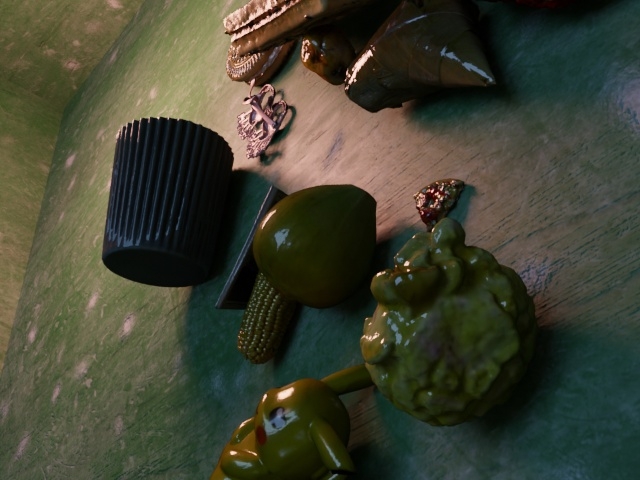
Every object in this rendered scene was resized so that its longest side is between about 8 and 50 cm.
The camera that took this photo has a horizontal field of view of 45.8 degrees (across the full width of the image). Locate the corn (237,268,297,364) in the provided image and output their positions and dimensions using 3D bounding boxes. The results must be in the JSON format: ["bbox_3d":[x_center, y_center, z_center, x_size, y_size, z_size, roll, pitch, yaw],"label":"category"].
[{"bbox_3d":[-0.084,0.097,1.460,0.106,0.106,0.293,3,73,56],"label":"corn"}]

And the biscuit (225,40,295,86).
[{"bbox_3d":[-0.157,-0.524,2.014,0.259,0.079,0.259,-34,43,39],"label":"biscuit"}]

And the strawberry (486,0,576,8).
[{"bbox_3d":[0.312,-0.507,1.146,0.343,0.292,0.292,26,90,52],"label":"strawberry"}]

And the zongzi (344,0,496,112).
[{"bbox_3d":[0.167,-0.278,1.317,0.274,0.145,0.300,-43,39,33],"label":"zongzi"}]

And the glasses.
[{"bbox_3d":[-0.168,-0.299,1.863,0.162,0.095,0.255,-61,29,20],"label":"glasses"}]

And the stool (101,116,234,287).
[{"bbox_3d":[-0.372,-0.082,1.823,0.297,0.297,0.330,-24,53,46],"label":"stool"}]

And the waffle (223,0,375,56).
[{"bbox_3d":[-0.020,-0.530,1.679,0.261,0.114,0.376,-31,13,-33],"label":"waffle"}]

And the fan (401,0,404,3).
[{"bbox_3d":[0.184,-0.479,1.338,0.010,0.310,0.182,49,114,15],"label":"fan"}]

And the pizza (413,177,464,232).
[{"bbox_3d":[0.193,-0.071,1.237,0.099,0.029,0.100,-43,38,28],"label":"pizza"}]

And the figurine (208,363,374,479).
[{"bbox_3d":[-0.051,0.332,1.169,0.327,0.169,0.218,-54,9,25],"label":"figurine"}]

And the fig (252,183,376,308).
[{"bbox_3d":[-0.006,0.005,1.317,0.207,0.207,0.230,-25,25,45],"label":"fig"}]

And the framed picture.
[{"bbox_3d":[-0.124,0.021,1.517,0.023,0.189,0.260,26,90,14],"label":"framed picture"}]

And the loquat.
[{"bbox_3d":[0.020,-0.397,1.630,0.113,0.137,0.137,-35,34,-4],"label":"loquat"}]

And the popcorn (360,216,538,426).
[{"bbox_3d":[0.157,0.105,0.979,0.212,0.259,0.259,154,137,-79],"label":"popcorn"}]
